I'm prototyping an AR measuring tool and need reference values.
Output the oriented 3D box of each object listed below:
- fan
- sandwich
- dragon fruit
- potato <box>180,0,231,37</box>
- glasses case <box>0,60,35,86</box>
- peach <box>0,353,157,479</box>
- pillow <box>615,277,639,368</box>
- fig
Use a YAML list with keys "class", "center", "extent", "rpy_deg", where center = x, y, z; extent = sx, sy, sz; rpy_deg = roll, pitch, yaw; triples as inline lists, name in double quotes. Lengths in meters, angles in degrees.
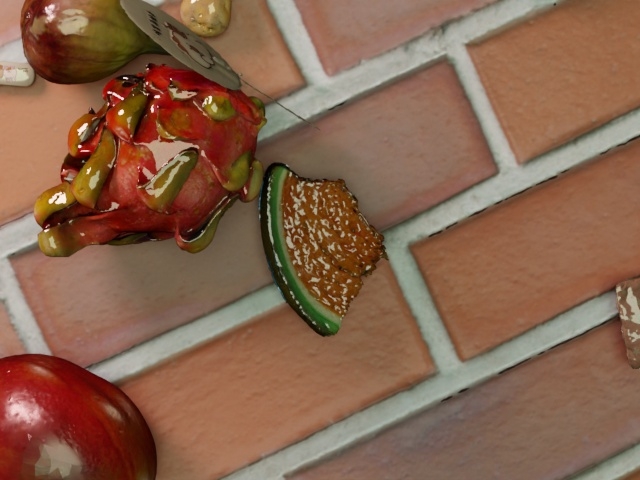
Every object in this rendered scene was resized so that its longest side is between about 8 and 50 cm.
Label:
- class: "fan"
  center: [-0.120, -0.222, 1.509]
  extent: [0.329, 0.191, 0.009]
  rpy_deg: [30, 107, -29]
- class: "sandwich"
  center: [-0.012, -0.001, 1.598]
  extent: [0.159, 0.079, 0.235]
  rpy_deg: [-37, 100, -13]
- class: "dragon fruit"
  center: [-0.217, -0.104, 1.504]
  extent: [0.307, 0.227, 0.243]
  rpy_deg: [-1, 92, 8]
- class: "potato"
  center: [-0.150, -0.316, 1.573]
  extent: [0.068, 0.062, 0.083]
  rpy_deg: [21, 72, -16]
- class: "glasses case"
  center: [-0.424, -0.223, 1.567]
  extent: [0.083, 0.021, 0.032]
  rpy_deg: [4, 92, -6]
- class: "peach"
  center: [-0.354, 0.267, 1.527]
  extent: [0.274, 0.245, 0.248]
  rpy_deg: [45, 60, 4]
- class: "pillow"
  center: [0.535, 0.092, 1.665]
  extent: [0.248, 0.049, 0.135]
  rpy_deg: [-15, 96, -8]
- class: "fig"
  center: [-0.273, -0.284, 1.520]
  extent: [0.230, 0.160, 0.143]
  rpy_deg: [-14, 112, -14]
